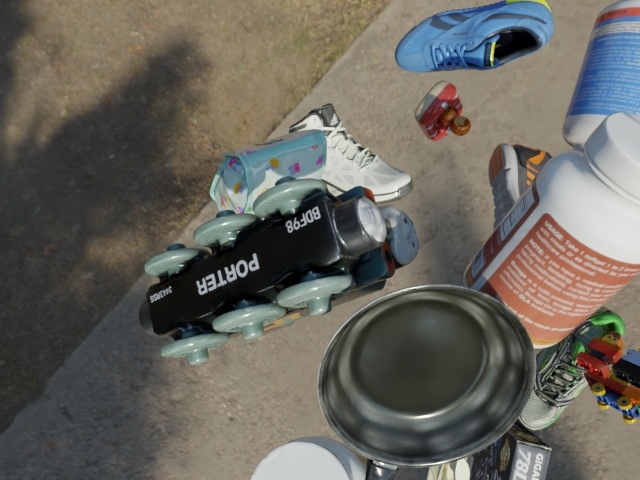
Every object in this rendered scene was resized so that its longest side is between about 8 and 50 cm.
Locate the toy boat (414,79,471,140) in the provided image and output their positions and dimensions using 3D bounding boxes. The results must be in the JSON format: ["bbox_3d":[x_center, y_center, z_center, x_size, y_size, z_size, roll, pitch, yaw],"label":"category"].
[{"bbox_3d":[0.382,-0.367,1.574,0.151,0.231,0.151,42,99,25],"label":"toy boat"}]

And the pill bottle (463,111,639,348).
[{"bbox_3d":[0.233,-0.003,0.485,0.121,0.216,0.121,11,47,-12],"label":"pill bottle"}]

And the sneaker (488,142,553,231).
[{"bbox_3d":[0.456,-0.057,1.080,0.180,0.124,0.321,6,70,-5],"label":"sneaker"}]

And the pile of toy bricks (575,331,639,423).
[{"bbox_3d":[0.372,0.145,0.518,0.105,0.118,0.212,-40,28,-13],"label":"pile of toy bricks"}]

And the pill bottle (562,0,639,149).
[{"bbox_3d":[0.385,-0.174,0.672,0.124,0.124,0.221,17,94,12],"label":"pill bottle"}]

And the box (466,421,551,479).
[{"bbox_3d":[0.343,0.505,1.054,0.073,0.293,0.295,13,85,1],"label":"box"}]

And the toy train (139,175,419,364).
[{"bbox_3d":[-0.053,0.039,0.597,0.334,0.190,0.142,-26,73,31],"label":"toy train"}]

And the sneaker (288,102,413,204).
[{"bbox_3d":[0.067,-0.268,1.593,0.447,0.257,0.169,16,39,33],"label":"sneaker"}]

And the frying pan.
[{"bbox_3d":[0.100,0.183,0.507,0.197,0.326,0.053,-5,23,-1],"label":"frying pan"}]

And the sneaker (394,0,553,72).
[{"bbox_3d":[0.186,-0.251,0.679,0.209,0.069,0.082,-2,46,33],"label":"sneaker"}]

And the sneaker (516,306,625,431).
[{"bbox_3d":[0.556,0.288,1.210,0.134,0.146,0.343,35,91,15],"label":"sneaker"}]

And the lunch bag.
[{"bbox_3d":[-0.115,-0.149,1.212,0.223,0.262,0.160,-22,73,-28],"label":"lunch bag"}]

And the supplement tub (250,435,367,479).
[{"bbox_3d":[0.006,0.535,1.079,0.241,0.331,0.241,-8,62,15],"label":"supplement tub"}]

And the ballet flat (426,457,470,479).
[{"bbox_3d":[0.239,0.456,0.990,0.086,0.248,0.086,-1,26,1],"label":"ballet flat"}]
